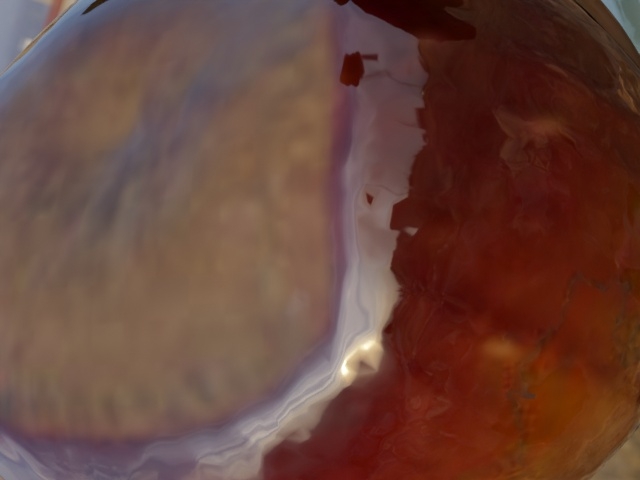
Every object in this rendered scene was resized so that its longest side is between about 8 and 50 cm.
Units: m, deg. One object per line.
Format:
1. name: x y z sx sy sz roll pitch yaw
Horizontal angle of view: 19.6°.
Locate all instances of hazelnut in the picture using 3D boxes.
1. hazelnut: 0.000 0.000 0.959 0.409 0.359 0.359 -2 64 34

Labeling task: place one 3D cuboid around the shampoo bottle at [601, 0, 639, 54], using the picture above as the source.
1. shampoo bottle: 0.229 -0.133 1.262 0.078 0.134 0.359 -26 57 14
